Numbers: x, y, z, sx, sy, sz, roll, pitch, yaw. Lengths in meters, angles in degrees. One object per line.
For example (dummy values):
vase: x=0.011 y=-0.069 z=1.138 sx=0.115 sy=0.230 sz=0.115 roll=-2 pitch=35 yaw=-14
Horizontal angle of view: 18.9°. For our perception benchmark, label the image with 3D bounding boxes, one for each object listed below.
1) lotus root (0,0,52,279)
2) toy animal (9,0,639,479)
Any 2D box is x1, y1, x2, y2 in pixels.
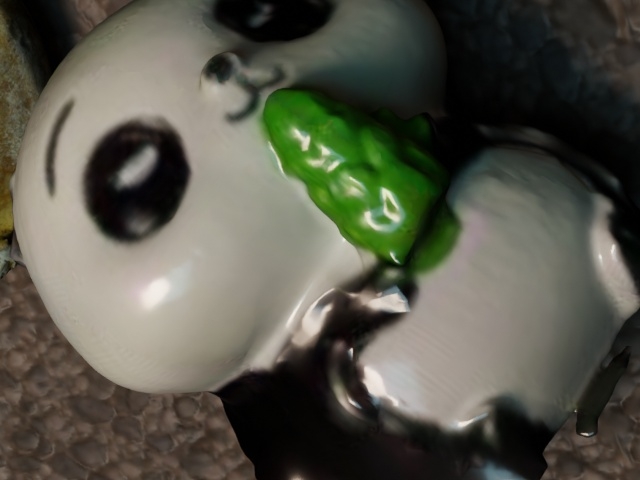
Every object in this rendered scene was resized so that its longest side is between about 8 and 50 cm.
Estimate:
lotus root: x=-0.167 y=-0.061 z=0.916 sx=0.088 sy=0.088 sz=0.165 roll=-7 pitch=108 yaw=20
toy animal: x=0.002 y=-0.002 z=0.825 sx=0.267 sy=0.212 sz=0.212 roll=38 pitch=119 yaw=-11
